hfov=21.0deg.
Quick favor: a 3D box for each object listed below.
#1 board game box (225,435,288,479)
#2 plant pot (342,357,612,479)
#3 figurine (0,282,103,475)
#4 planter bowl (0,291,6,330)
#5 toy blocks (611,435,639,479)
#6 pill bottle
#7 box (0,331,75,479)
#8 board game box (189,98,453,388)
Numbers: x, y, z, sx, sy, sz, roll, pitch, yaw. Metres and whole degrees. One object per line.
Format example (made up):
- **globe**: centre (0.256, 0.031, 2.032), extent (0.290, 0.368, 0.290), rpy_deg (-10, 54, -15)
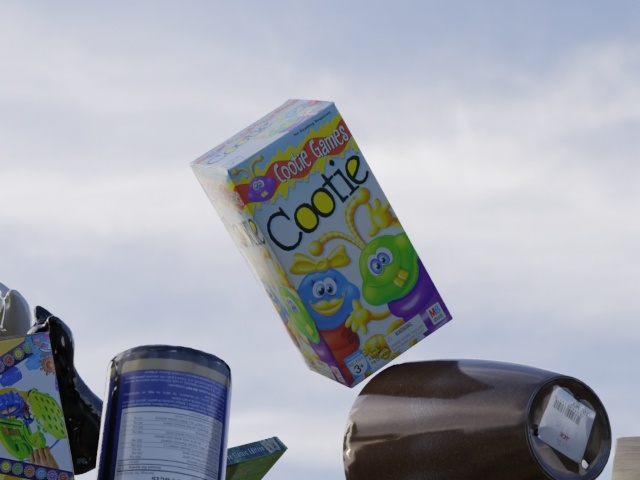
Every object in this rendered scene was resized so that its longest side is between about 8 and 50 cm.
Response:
- **board game box**: centre (-0.147, 0.309, 2.129), extent (0.136, 0.030, 0.260), rpy_deg (-52, -20, 17)
- **plant pot**: centre (0.173, 0.204, 1.718), extent (0.215, 0.215, 0.230), rpy_deg (16, -22, -28)
- **figurine**: centre (-0.348, 0.162, 2.174), extent (0.092, 0.209, 0.215), rpy_deg (-25, 26, -26)
- **planter bowl**: centre (-0.444, 0.017, 2.023), extent (0.217, 0.090, 0.217), rpy_deg (27, -7, 3)
- **toy blocks**: centre (0.381, 0.219, 1.187), extent (0.261, 0.190, 0.381), rpy_deg (-7, -27, 37)
- **pill bottle**: centre (-0.150, 0.217, 1.617), extent (0.123, 0.219, 0.123), rpy_deg (3, -24, 1)
- **box**: centre (-0.367, 0.250, 1.655), extent (0.177, 0.279, 0.290), rpy_deg (-8, -4, -31)
- **board game box**: centre (0.000, 0.000, 1.881), extent (0.144, 0.275, 0.142), rpy_deg (-34, 16, -14)
